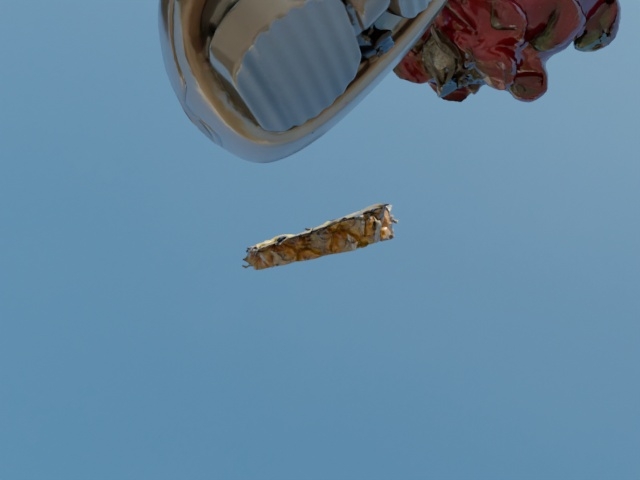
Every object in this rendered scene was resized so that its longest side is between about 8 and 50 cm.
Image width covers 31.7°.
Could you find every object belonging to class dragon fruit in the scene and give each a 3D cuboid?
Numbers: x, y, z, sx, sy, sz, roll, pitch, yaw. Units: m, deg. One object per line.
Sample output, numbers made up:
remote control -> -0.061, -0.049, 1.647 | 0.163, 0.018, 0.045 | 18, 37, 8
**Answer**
dragon fruit -> 0.121, -0.233, 0.748 | 0.218, 0.198, 0.273 | 5, -55, 25

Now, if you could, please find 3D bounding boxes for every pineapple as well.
pineapple -> 0.000, 0.000, 1.419 | 0.221, 0.221, 0.047 | -16, -89, 22

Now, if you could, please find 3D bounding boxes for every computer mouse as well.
computer mouse -> -0.002, -0.100, 0.493 | 0.082, 0.236, 0.145 | 45, -95, -1
